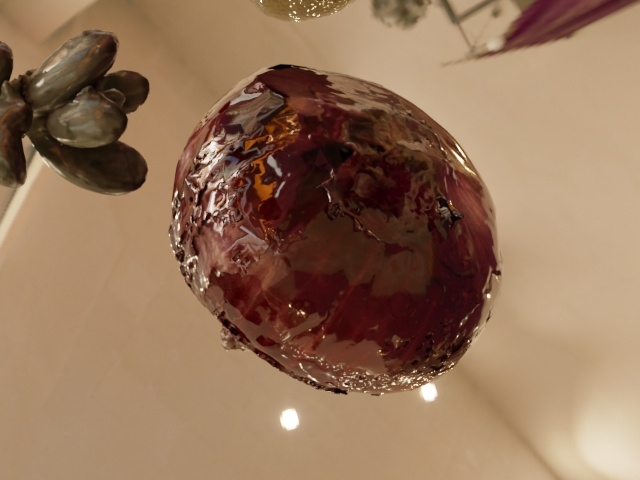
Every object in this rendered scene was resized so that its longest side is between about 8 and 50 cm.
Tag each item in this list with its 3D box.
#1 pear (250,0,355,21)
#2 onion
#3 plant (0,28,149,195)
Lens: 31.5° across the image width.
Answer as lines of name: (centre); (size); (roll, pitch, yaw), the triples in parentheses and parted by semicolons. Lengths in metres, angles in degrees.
pear: (-0.023, -0.247, 0.836); (0.167, 0.136, 0.167); (24, -121, -47)
onion: (0.000, 0.000, 0.770); (0.252, 0.219, 0.252); (36, -150, -25)
plant: (-0.281, -0.102, 0.959); (0.149, 0.274, 0.146); (-79, -20, -50)
